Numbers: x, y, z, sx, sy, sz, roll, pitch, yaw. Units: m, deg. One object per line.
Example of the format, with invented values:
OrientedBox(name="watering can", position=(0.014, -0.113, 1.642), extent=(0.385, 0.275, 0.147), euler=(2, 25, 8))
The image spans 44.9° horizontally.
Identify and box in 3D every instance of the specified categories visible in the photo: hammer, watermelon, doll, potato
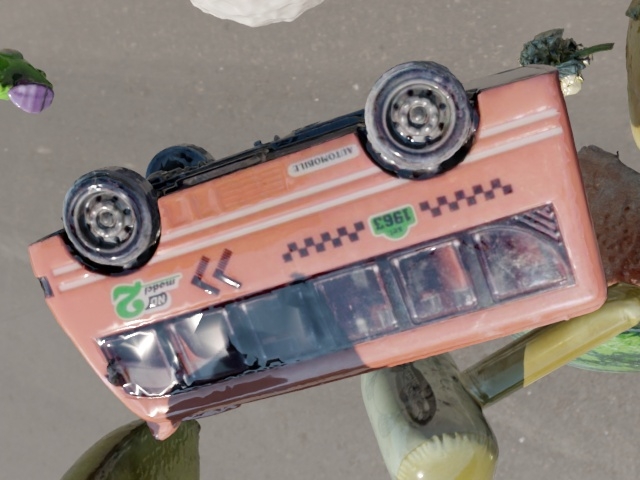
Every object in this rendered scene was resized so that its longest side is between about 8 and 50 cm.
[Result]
OrientedBox(name="hammer", position=(0.189, 0.129, 0.780), extent=(0.305, 0.202, 0.113), euler=(-32, 120, 6))
OrientedBox(name="watermelon", position=(0.372, 0.058, 0.987), extent=(0.283, 0.292, 0.250), euler=(-1, 136, 5))
OrientedBox(name="doll", position=(-0.333, -0.150, 0.702), extent=(0.115, 0.190, 0.050), euler=(28, 115, 32))
OrientedBox(name="potato", position=(-0.187, 0.293, 0.743), extent=(0.112, 0.255, 0.269), euler=(-11, 137, 24))

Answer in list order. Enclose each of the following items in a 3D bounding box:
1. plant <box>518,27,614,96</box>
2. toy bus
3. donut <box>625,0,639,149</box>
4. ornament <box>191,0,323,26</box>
OrientedBox(name="plant", position=(0.358, -0.261, 1.125), extent=(0.122, 0.116, 0.104), euler=(-10, 94, 47))
OrientedBox(name="toy bus", position=(0.000, 0.000, 0.648), extent=(0.427, 0.203, 0.233), euler=(-17, 100, 13))
OrientedBox(name="donut", position=(0.468, -0.203, 0.665), extent=(0.449, 0.449, 0.198), euler=(-6, 133, 42))
OrientedBox(name="ornament", position=(-0.089, -0.491, 1.164), extent=(0.337, 0.337, 0.337), euler=(15, 113, 38))
